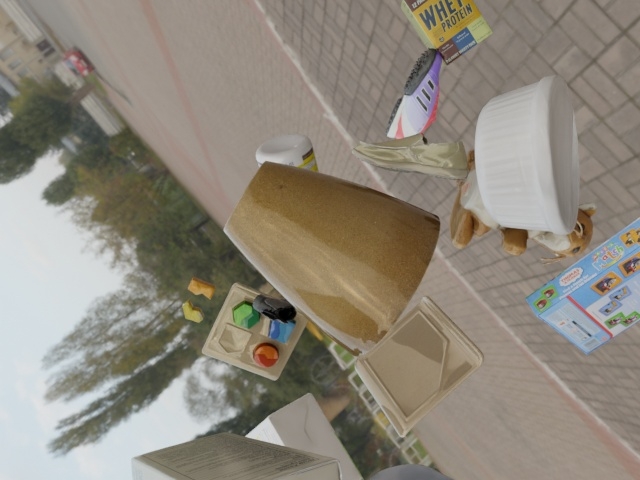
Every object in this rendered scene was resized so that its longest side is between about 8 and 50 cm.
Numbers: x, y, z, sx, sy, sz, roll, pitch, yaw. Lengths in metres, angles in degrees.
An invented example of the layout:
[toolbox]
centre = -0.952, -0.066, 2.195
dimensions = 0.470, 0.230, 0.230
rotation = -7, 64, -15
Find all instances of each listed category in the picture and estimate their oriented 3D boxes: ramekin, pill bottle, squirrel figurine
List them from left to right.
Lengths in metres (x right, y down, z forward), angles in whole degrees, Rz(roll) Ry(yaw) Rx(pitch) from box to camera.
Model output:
[pill bottle]
centre = -0.053, -0.104, 1.183
dimensions = 0.117, 0.117, 0.215
rotation = 36, 148, 53
[squirrel figurine]
centre = 0.583, -0.106, 1.625
dimensions = 0.371, 0.281, 0.397
rotation = 18, -153, -6
[ramekin]
centre = 0.365, -0.141, 0.994
dimensions = 0.127, 0.273, 0.273
rotation = -3, 137, 34

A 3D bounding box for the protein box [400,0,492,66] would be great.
[protein box]
centre = 0.322, -0.577, 1.479
dimensions = 0.201, 0.136, 0.200
rotation = 53, -165, -9

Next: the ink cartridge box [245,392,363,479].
[ink cartridge box]
centre = -0.078, 0.497, 1.239
dimensions = 0.207, 0.119, 0.353
rotation = 56, 142, 16

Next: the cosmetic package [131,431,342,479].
[cosmetic package]
centre = -0.117, 0.331, 0.723
dimensions = 0.309, 0.160, 0.113
rotation = -16, 80, 56

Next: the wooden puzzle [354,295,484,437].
[wooden puzzle]
centre = 0.203, 0.262, 1.203
dimensions = 0.044, 0.238, 0.221
rotation = 39, -173, -38

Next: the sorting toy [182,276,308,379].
[sorting toy]
centre = -0.205, 0.218, 1.419
dimensions = 0.307, 0.229, 0.041
rotation = 24, -162, -12

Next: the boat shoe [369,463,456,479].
[boat shoe]
centre = 0.168, 0.348, 0.691
dimensions = 0.258, 0.095, 0.084
rotation = -3, 114, 45

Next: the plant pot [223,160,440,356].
[plant pot]
centre = 0.000, 0.000, 0.820
dimensions = 0.254, 0.237, 0.237
rotation = 31, 172, -5

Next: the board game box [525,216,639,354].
[board game box]
centre = 0.403, 0.056, 0.750
dimensions = 0.160, 0.211, 0.039
rotation = 33, -153, -36

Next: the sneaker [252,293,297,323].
[sneaker]
centre = -0.084, 0.157, 1.245
dimensions = 0.089, 0.051, 0.170
rotation = 20, 176, 35

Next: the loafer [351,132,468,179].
[loafer]
centre = 0.203, -0.198, 1.276
dimensions = 0.269, 0.092, 0.102
rotation = 13, -175, 18

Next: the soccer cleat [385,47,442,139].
[soccer cleat]
centre = 0.269, -0.371, 1.496
dimensions = 0.116, 0.108, 0.318
rotation = 21, 150, -1
